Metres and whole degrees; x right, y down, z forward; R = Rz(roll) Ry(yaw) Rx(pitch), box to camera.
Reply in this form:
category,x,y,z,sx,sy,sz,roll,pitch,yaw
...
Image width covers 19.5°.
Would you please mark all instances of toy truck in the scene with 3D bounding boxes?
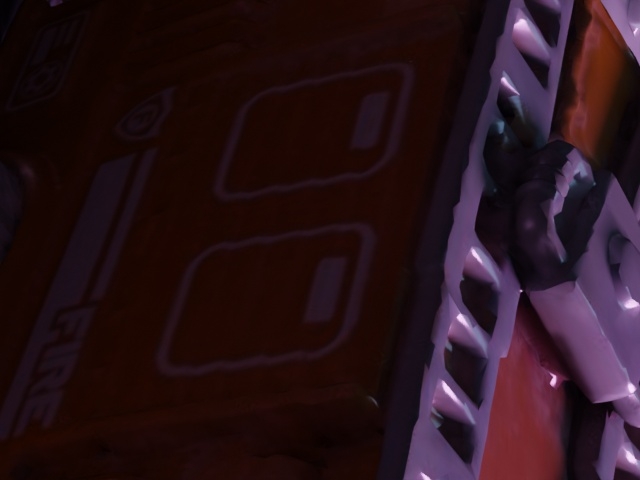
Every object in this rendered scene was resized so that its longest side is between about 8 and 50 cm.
category,x,y,z,sx,sy,sz,roll,pitch,yaw
toy truck,0.000,0.000,0.532,0.173,0.207,0.387,51,39,-35
